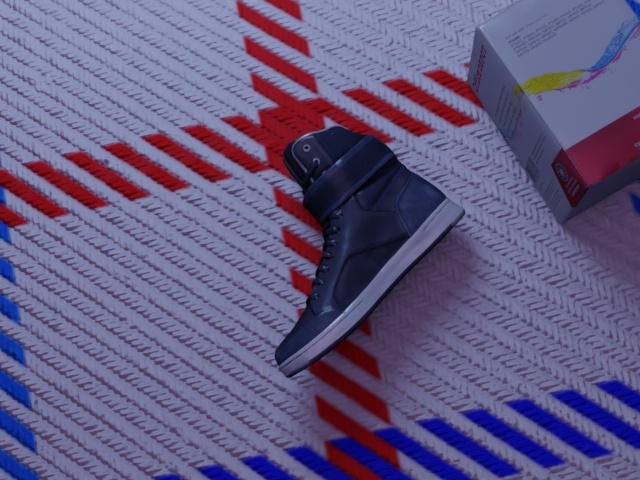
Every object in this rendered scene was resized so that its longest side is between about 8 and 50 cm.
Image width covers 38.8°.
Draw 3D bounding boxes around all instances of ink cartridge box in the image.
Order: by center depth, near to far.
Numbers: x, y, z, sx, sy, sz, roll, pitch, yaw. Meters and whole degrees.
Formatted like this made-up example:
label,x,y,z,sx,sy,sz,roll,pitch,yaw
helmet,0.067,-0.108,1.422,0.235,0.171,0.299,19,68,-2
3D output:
label,x,y,z,sx,sy,sz,roll,pitch,yaw
ink cartridge box,0.233,-0.132,0.827,0.127,0.128,0.176,-30,77,-2

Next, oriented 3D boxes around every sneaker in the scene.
label,x,y,z,sx,sy,sz,roll,pitch,yaw
sneaker,0.000,0.000,0.831,0.163,0.086,0.226,43,74,2
